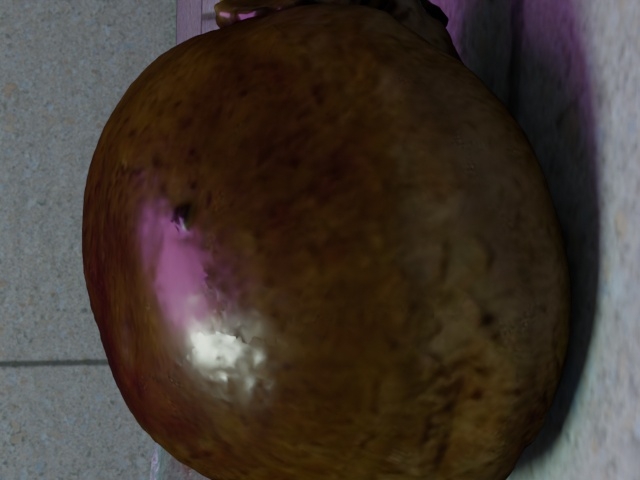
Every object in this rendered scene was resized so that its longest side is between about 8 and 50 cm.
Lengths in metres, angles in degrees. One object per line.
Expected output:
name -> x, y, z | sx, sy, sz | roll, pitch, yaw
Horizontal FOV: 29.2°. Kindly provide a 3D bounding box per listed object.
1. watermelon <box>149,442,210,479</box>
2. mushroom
watermelon -> 0.008, 0.120, 0.784 | 0.226, 0.148, 0.319 | 3, 79, 60
mushroom -> -0.010, -0.008, 0.593 | 0.263, 0.195, 0.283 | -30, 52, 53
